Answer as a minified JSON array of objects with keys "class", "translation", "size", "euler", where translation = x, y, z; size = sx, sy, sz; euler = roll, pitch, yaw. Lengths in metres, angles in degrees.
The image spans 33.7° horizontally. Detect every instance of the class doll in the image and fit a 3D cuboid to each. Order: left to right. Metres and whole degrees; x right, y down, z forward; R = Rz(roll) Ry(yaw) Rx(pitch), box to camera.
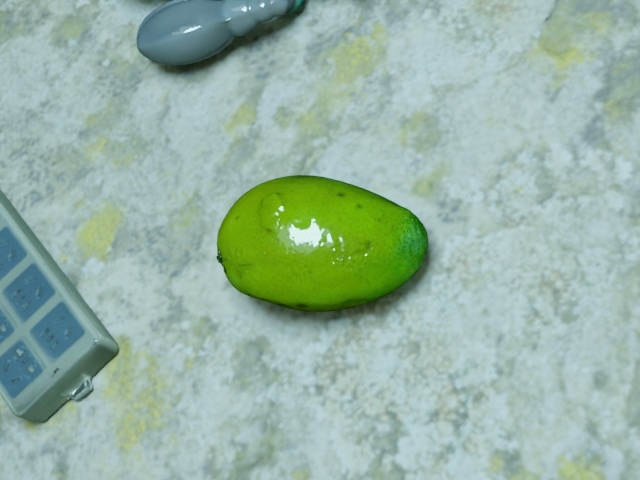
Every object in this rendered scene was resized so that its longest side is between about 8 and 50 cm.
[{"class":"doll","translation":[-0.098,-0.280,0.977],"size":[0.258,0.153,0.195],"euler":[-20,102,25]}]

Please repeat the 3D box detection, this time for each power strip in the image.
[{"class":"power strip","translation":[-0.329,0.014,1.018],"size":[0.106,0.043,0.367],"euler":[-43,64,0]}]

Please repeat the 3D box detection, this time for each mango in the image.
[{"class":"mango","translation":[0.000,0.000,0.880],"size":[0.178,0.100,0.119],"euler":[1,69,11]}]
